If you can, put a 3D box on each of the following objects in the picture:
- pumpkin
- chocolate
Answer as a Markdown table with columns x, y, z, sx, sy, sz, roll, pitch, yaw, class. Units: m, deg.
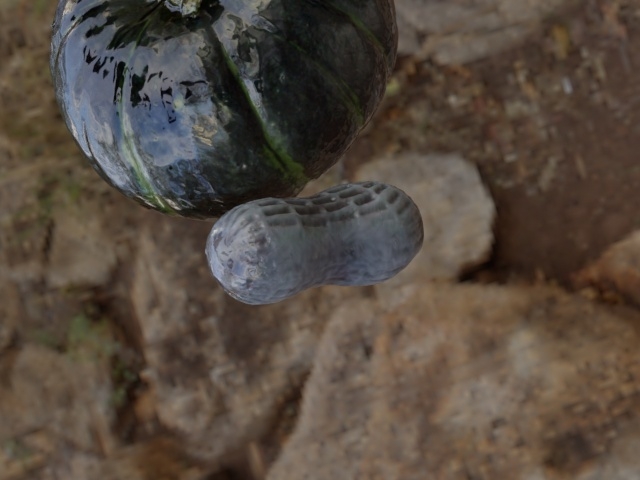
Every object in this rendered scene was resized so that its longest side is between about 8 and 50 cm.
| x | y | z | sx | sy | sz | roll | pitch | yaw | class |
| --- | --- | --- | --- | --- | --- | --- | --- | --- | --- |
| -0.086 | -0.174 | 1.491 | 0.241 | 0.323 | 0.323 | 55 | -175 | -46 | pumpkin |
| 0.000 | 0.000 | 1.084 | 0.072 | 0.167 | 0.072 | 15 | 109 | 52 | chocolate |
